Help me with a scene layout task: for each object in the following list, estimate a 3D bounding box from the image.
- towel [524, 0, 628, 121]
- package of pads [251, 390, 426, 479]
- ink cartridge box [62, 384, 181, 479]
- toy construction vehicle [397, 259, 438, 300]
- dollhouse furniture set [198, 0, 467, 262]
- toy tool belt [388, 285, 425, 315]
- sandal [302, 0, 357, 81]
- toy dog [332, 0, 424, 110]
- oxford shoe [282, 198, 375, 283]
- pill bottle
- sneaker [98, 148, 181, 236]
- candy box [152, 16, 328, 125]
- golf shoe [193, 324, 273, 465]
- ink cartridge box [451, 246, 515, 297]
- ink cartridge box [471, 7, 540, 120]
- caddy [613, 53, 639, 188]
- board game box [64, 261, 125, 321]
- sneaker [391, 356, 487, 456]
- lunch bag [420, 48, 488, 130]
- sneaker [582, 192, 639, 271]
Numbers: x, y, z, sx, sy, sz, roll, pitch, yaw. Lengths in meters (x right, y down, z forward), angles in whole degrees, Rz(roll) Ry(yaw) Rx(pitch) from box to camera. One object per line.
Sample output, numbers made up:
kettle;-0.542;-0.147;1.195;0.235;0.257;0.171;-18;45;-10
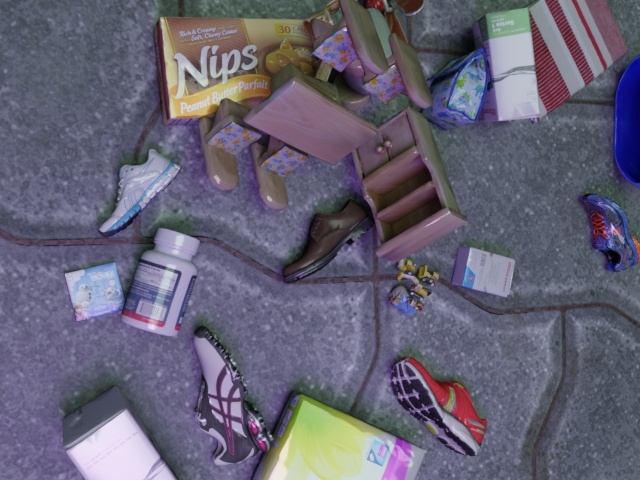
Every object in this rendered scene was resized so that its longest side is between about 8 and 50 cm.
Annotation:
towel;0.561;-0.460;1.616;0.329;0.037;0.237;-37;105;-16
package of pads;0.031;0.458;1.359;0.296;0.101;0.229;27;80;-10
ink cartridge box;-0.318;0.405;1.185;0.114;0.198;0.273;-34;102;-18
toy construction vehicle;0.208;0.077;1.458;0.098;0.035;0.086;33;42;-12
dollhouse furniture set;0.053;-0.147;1.219;0.394;0.362;0.257;20;47;-46
toy tool belt;0.184;0.137;1.456;0.083;0.051;0.052;31;117;-17
sandal;0.001;-0.382;1.281;0.079;0.088;0.240;21;83;-9
toy dog;0.143;-0.409;1.377;0.161;0.220;0.334;21;92;2
oxford shoe;0.000;0.000;1.381;0.227;0.083;0.096;-40;91;-22
pill bottle;-0.283;0.074;1.248;0.108;0.108;0.180;20;83;-20
sneaker;-0.345;-0.089;1.252;0.083;0.071;0.191;42;68;-10
candy box;-0.146;-0.321;1.310;0.316;0.087;0.183;-6;91;-21
golf shoe;-0.190;0.295;1.290;0.120;0.105;0.273;-25;98;-12
ink cartridge box;0.361;0.070;1.528;0.122;0.052;0.089;15;85;-19
ink cartridge box;0.392;-0.365;1.464;0.092;0.160;0.220;-8;99;3
caddy;0.810;-0.284;1.603;0.179;0.241;0.341;1;89;-26
board game box;-0.406;0.092;1.247;0.090;0.020;0.090;-15;94;-20
sneaker;0.257;0.338;1.479;0.279;0.107;0.118;50;55;-17
lunch bag;0.287;-0.324;1.458;0.096;0.129;0.151;23;83;-19
sneaker;0.688;-0.017;1.642;0.087;0.083;0.221;-36;99;-9
